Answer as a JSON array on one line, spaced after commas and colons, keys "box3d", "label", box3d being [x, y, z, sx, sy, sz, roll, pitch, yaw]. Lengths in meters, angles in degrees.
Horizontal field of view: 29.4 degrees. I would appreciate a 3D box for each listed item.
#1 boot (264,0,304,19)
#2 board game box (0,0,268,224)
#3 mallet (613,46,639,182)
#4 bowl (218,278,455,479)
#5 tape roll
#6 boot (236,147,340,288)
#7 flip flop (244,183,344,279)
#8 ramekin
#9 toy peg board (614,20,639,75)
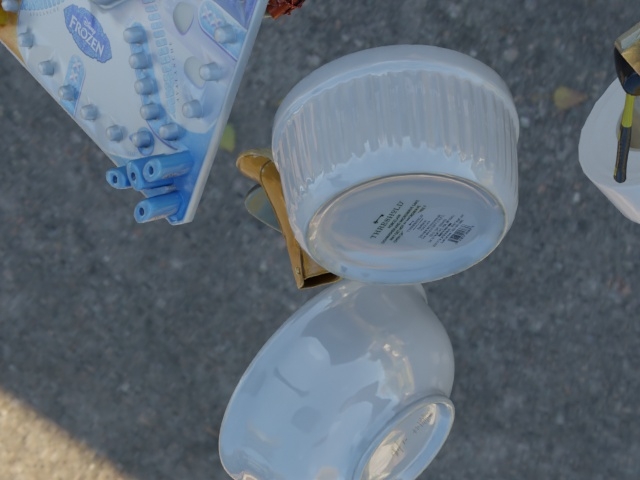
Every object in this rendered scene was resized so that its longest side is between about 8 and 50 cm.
[{"box3d": [-0.012, -0.227, 1.044, 0.158, 0.084, 0.059, 2, 163, 26], "label": "boot"}, {"box3d": [-0.194, -0.270, 1.060, 0.390, 0.050, 0.390, 45, 130, 29], "label": "board game box"}, {"box3d": [0.338, -0.142, 1.352, 0.039, 0.062, 0.189, -4, 145, 3], "label": "mallet"}, {"box3d": [0.047, 0.185, 1.304, 0.134, 0.298, 0.297, 41, 134, 31], "label": "bowl"}, {"box3d": [0.521, -0.162, 1.784, 0.286, 0.286, 0.100, -29, 125, 34], "label": "tape roll"}, {"box3d": [-0.041, -0.034, 1.759, 0.295, 0.104, 0.211, 171, 93, -66], "label": "boot"}, {"box3d": [0.000, 0.000, 1.953, 0.277, 0.080, 0.112, 40, 124, -16], "label": "flip flop"}, {"box3d": [0.065, -0.051, 0.995, 0.207, 0.109, 0.207, -3, 146, -2], "label": "ramekin"}, {"box3d": [0.382, -0.179, 1.136, 0.161, 0.161, 0.079, -37, 62, 18], "label": "toy peg board"}]
